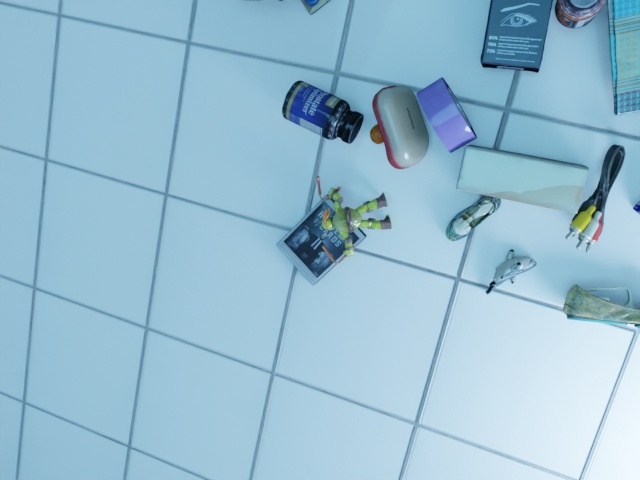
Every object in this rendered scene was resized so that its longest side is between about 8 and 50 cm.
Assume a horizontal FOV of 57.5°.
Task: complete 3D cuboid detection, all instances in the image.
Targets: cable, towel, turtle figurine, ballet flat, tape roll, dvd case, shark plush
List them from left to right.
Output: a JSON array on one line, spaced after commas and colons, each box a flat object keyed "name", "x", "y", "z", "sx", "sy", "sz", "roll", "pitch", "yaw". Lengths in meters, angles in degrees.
[{"name": "dvd case", "x": 0.000, "y": 0.000, "z": 1.825, "sx": 0.179, "sy": 0.029, "sz": 0.239, "roll": 47, "pitch": 111, "yaw": 4}, {"name": "turtle figurine", "x": 0.091, "y": -0.078, "z": 1.727, "sx": 0.217, "sy": 0.087, "sz": 0.269, "roll": -13, "pitch": 88, "yaw": 4}, {"name": "tape roll", "x": 0.339, "y": -0.336, "z": 1.565, "sx": 0.080, "sy": 0.189, "sz": 0.189, "roll": -30, "pitch": 91, "yaw": 20}, {"name": "ballet flat", "x": 0.428, "y": -0.065, "z": 1.655, "sx": 0.070, "sy": 0.070, "sz": 0.188, "roll": 46, "pitch": 110, "yaw": 5}, {"name": "shark plush", "x": 0.536, "y": 0.104, "z": 1.661, "sx": 0.067, "sy": 0.073, "sz": 0.161, "roll": 31, "pitch": 106, "yaw": -22}, {"name": "cable", "x": 0.743, "y": -0.102, "z": 1.530, "sx": 0.139, "sy": 0.072, "sz": 0.287, "roll": 26, "pitch": 97, "yaw": -34}, {"name": "ballet flat", "x": 0.836, "y": 0.185, "z": 1.552, "sx": 0.349, "sy": 0.123, "sz": 0.123, "roll": 10, "pitch": 103, "yaw": 16}, {"name": "towel", "x": 0.829, "y": -0.495, "z": 1.377, "sx": 0.271, "sy": 0.040, "sz": 0.370, "roll": -8, "pitch": 116, "yaw": 18}]

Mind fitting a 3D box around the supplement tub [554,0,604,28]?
[{"name": "supplement tub", "x": 0.630, "y": -0.583, "z": 1.418, "sx": 0.106, "sy": 0.198, "sz": 0.106, "roll": 3, "pitch": 101, "yaw": 18}]

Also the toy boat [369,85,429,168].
[{"name": "toy boat", "x": 0.203, "y": -0.313, "z": 1.658, "sx": 0.151, "sy": 0.151, "sz": 0.231, "roll": -14, "pitch": 96, "yaw": 50}]

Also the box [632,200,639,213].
[{"name": "box", "x": 0.906, "y": -0.090, "z": 1.492, "sx": 0.126, "sy": 0.072, "sz": 0.137, "roll": 39, "pitch": 109, "yaw": 7}]

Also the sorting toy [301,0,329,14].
[{"name": "sorting toy", "x": -0.009, "y": -0.751, "z": 1.673, "sx": 0.274, "sy": 0.046, "sz": 0.132, "roll": -32, "pitch": 90, "yaw": 20}]

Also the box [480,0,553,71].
[{"name": "box", "x": 0.509, "y": -0.551, "z": 1.511, "sx": 0.153, "sy": 0.108, "sz": 0.207, "roll": 11, "pitch": 103, "yaw": 16}]

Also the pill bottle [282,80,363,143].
[{"name": "pill bottle", "x": 0.009, "y": -0.369, "z": 1.700, "sx": 0.219, "sy": 0.123, "sz": 0.123, "roll": 27, "pitch": 107, "yaw": 11}]

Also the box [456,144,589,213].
[{"name": "box", "x": 0.533, "y": -0.170, "z": 1.559, "sx": 0.311, "sy": 0.148, "sz": 0.121, "roll": 14, "pitch": 105, "yaw": 17}]
